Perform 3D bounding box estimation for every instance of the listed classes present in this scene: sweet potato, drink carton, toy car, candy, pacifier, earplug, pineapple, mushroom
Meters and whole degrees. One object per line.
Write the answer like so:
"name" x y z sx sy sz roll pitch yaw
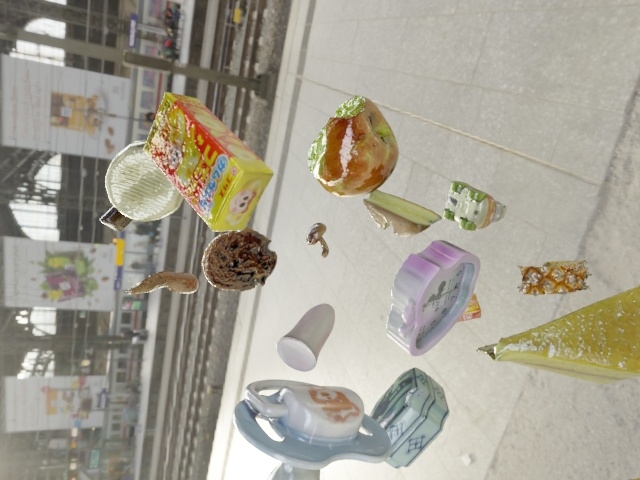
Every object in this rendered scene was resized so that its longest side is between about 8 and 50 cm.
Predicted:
"sweet potato" -0.323 0.090 1.017 0.214 0.050 0.050 14 -101 -69
"drink carton" 0.594 0.313 2.152 0.071 0.223 0.096 70 -171 -50
"toy car" 0.595 -0.125 1.794 0.235 0.235 0.145 -130 47 -63
"candy" -0.224 -0.154 0.934 0.276 0.088 0.146 46 117 25
"pacifier" -0.028 0.340 0.796 0.227 0.279 0.207 18 93 54
"earplug" -0.029 0.356 1.927 0.301 0.172 0.172 -50 -12 -48
"pineapple" 0.609 0.088 1.212 0.135 0.233 0.079 7 103 50
"mushroom" -0.008 -0.004 1.583 0.088 0.073 0.129 -40 49 28

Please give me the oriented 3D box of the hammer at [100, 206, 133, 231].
"hammer" -0.457 -0.181 1.379 0.095 0.242 0.409 12 57 39

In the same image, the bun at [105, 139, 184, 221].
"bun" -0.438 -0.155 1.251 0.127 0.222 0.222 -83 2 -81

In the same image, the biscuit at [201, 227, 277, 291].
"biscuit" -0.342 0.079 2.056 0.081 0.334 0.289 34 101 51

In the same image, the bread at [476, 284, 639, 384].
"bread" 0.601 0.219 1.218 0.233 0.362 0.245 80 -159 -69

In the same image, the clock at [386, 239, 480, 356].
"clock" 0.310 0.161 1.364 0.102 0.338 0.338 33 119 37

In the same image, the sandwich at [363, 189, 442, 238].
"sandwich" 0.241 -0.069 1.458 0.244 0.090 0.088 29 141 33

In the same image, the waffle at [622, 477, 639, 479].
"waffle" 0.731 0.559 1.069 0.312 0.307 0.060 122 142 -56

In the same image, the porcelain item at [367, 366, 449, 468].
"porcelain item" 0.286 0.590 1.625 0.281 0.157 0.286 -51 0 13

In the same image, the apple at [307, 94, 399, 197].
"apple" 0.072 -0.234 1.247 0.226 0.246 0.246 -29 54 33
